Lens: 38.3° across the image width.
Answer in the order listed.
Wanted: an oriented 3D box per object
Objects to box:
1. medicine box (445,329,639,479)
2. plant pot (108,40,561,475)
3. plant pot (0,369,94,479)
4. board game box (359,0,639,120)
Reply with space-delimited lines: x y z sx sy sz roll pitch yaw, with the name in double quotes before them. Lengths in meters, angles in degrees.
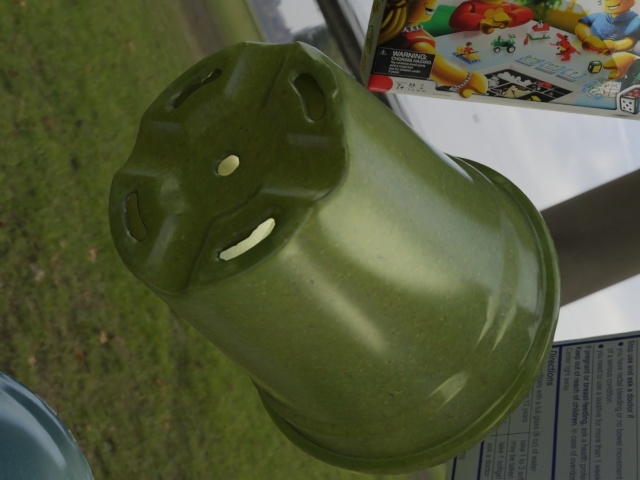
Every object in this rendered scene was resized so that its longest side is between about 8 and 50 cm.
"medicine box" 0.249 0.214 0.700 0.149 0.289 0.263 53 38 -36
"plant pot" 0.000 0.000 0.655 0.254 0.276 0.276 42 21 -49
"plant pot" -0.303 0.224 0.588 0.196 0.293 0.293 172 -106 -86
"board game box" 0.204 -0.214 0.834 0.053 0.306 0.192 -97 -165 -51
